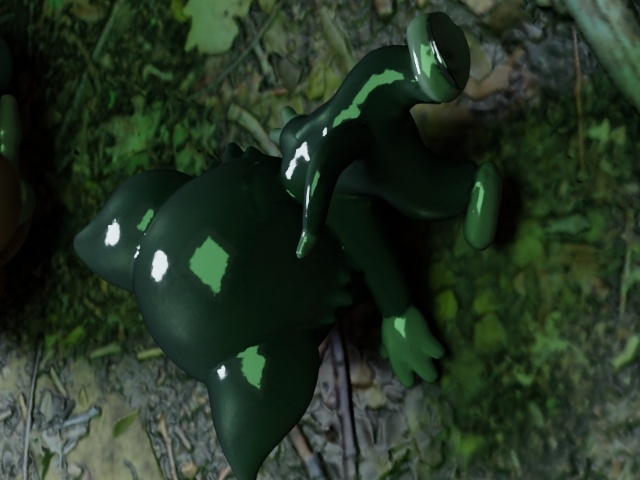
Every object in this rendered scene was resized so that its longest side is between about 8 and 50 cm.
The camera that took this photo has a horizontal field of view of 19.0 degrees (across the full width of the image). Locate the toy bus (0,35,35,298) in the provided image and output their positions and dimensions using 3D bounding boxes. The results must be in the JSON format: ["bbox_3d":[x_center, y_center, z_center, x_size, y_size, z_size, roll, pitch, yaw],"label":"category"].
[{"bbox_3d":[-0.313,-0.055,1.283,0.232,0.194,0.288,-10,80,7],"label":"toy bus"}]

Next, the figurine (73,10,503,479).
[{"bbox_3d":[-0.001,-0.001,1.041,0.193,0.140,0.265,57,139,11],"label":"figurine"}]
